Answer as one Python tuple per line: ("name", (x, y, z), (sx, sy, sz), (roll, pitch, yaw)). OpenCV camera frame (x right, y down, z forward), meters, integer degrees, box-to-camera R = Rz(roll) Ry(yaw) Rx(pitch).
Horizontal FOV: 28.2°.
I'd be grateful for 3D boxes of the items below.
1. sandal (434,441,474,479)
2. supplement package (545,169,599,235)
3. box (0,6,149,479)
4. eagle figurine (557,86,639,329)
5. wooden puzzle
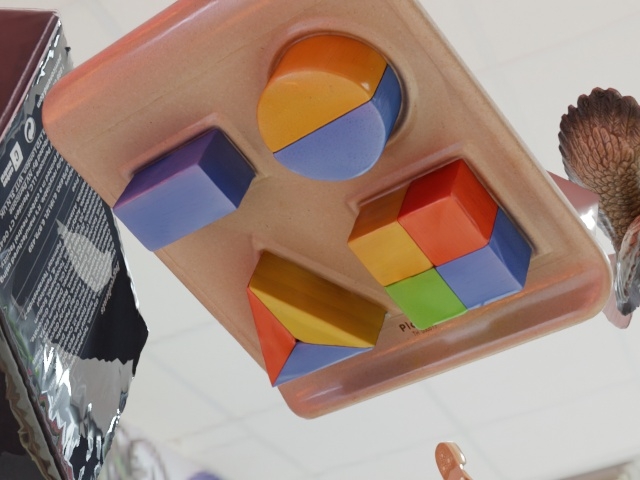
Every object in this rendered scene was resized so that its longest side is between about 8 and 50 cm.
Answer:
("sandal", (0.242, 0.454, 2.252), (0.079, 0.240, 0.088), (0, -53, -28))
("supplement package", (0.213, -0.025, 1.445), (0.179, 0.105, 0.105), (25, -52, -4))
("box", (-0.477, 0.024, 1.321), (0.479, 0.297, 0.472), (4, -42, 10))
("eagle figurine", (0.388, -0.019, 1.513), (0.298, 0.225, 0.226), (28, -9, -39))
("wooden puzzle", (-0.009, -0.023, 0.932), (0.322, 0.080, 0.348), (-25, -68, 35))
